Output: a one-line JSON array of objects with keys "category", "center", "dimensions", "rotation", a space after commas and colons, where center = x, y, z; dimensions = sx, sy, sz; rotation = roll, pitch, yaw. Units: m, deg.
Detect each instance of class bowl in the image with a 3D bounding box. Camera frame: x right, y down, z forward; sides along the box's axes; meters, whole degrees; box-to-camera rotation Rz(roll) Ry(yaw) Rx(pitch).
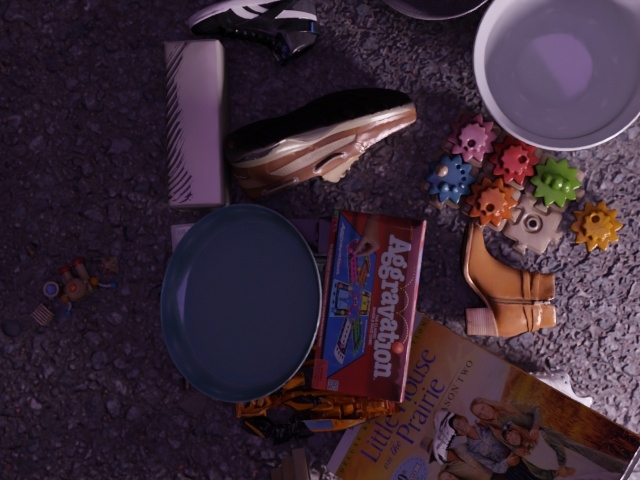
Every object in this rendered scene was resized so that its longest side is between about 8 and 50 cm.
[{"category": "bowl", "center": [0.389, -0.287, 1.770], "dimensions": [0.298, 0.134, 0.297], "rotation": [0, 88, 2]}]

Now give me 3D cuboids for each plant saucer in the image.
[{"category": "plant saucer", "center": [-0.123, 0.100, 1.741], "dimensions": [0.318, 0.044, 0.317], "rotation": [-5, 81, 33]}]

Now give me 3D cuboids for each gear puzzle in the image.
[{"category": "gear puzzle", "center": [0.343, -0.074, 1.807], "dimensions": [0.339, 0.044, 0.175], "rotation": [29, 89, 3]}]

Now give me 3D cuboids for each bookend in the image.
[{"category": "bookend", "center": [0.000, 0.000, 1.764], "dimensions": [0.156, 0.157, 0.072], "rotation": [1, 87, 2]}]

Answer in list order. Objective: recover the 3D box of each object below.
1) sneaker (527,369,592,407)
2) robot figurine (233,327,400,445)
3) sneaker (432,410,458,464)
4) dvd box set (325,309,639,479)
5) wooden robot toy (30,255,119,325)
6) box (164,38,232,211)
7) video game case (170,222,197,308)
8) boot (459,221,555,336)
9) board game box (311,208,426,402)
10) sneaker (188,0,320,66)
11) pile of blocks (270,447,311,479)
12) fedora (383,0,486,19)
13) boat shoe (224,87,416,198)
[{"category": "sneaker", "center": [0.363, 0.239, 1.788], "dimensions": [0.191, 0.071, 0.083], "rotation": [32, 83, -5]}, {"category": "robot figurine", "center": [-0.022, 0.222, 1.761], "dimensions": [0.291, 0.085, 0.211], "rotation": [-9, 81, 17]}, {"category": "sneaker", "center": [0.195, 0.305, 1.681], "dimensions": [0.037, 0.032, 0.083], "rotation": [-6, 74, 23]}, {"category": "dvd box set", "center": [0.251, 0.337, 1.701], "dimensions": [0.420, 0.062, 0.307], "rotation": [30, 89, 28]}, {"category": "wooden robot toy", "center": [-0.418, 0.076, 1.818], "dimensions": [0.173, 0.079, 0.076], "rotation": [-31, 87, 0]}, {"category": "box", "center": [-0.202, -0.188, 1.805], "dimensions": [0.094, 0.113, 0.275], "rotation": [-3, 86, 4]}, {"category": "video game case", "center": [-0.170, 0.038, 1.839], "dimensions": [0.157, 0.019, 0.143], "rotation": [-5, 88, 1]}, {"category": "boot", "center": [0.310, 0.061, 1.792], "dimensions": [0.153, 0.073, 0.197], "rotation": [-5, 99, 3]}, {"category": "board game box", "center": [0.074, 0.099, 1.666], "dimensions": [0.145, 0.027, 0.281], "rotation": [7, 93, 13]}, {"category": "sneaker", "center": [-0.104, -0.343, 1.812], "dimensions": [0.217, 0.079, 0.121], "rotation": [-15, 87, -8]}, {"category": "pile of blocks", "center": [-0.050, 0.514, 1.695], "dimensions": [0.113, 0.149, 0.362], "rotation": [-11, 64, -1]}, {"category": "fedora", "center": [0.184, -0.470, 1.791], "dimensions": [0.275, 0.124, 0.243], "rotation": [40, 88, 12]}, {"category": "boat shoe", "center": [0.002, -0.160, 1.801], "dimensions": [0.324, 0.122, 0.119], "rotation": [-18, 122, -9]}]
